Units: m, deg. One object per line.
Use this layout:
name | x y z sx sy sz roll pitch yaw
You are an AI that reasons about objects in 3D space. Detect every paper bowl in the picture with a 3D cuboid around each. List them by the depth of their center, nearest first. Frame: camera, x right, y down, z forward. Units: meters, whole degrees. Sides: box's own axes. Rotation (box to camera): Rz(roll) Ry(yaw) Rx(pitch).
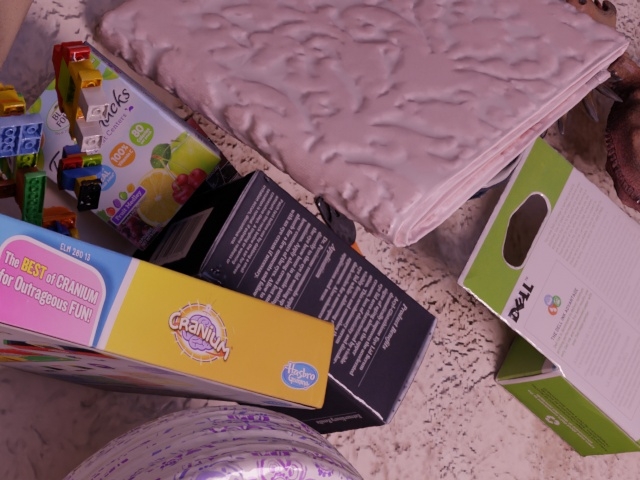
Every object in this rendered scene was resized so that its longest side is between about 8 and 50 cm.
paper bowl | -0.089 0.252 1.226 0.284 0.148 0.284 -11 116 -23

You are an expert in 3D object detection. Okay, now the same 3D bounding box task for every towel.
towel | 0.038 -0.159 1.388 0.332 0.053 0.317 34 51 25

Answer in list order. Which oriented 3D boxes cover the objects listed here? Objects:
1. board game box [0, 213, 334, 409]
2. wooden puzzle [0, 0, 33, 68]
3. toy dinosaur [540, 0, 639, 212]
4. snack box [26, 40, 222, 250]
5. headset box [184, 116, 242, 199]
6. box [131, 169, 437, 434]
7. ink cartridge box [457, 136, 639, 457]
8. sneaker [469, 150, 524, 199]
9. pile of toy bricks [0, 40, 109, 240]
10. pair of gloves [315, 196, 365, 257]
board game box | -0.183 0.051 1.144 0.316 0.242 0.064 21 74 -46
wooden puzzle | -0.377 -0.163 1.175 0.348 0.080 0.322 44 57 -43
toy dinosaur | 0.309 -0.090 1.583 0.200 0.127 0.295 15 37 -28
snack box | -0.163 -0.074 1.312 0.141 0.037 0.100 40 98 -11
headset box | -0.109 -0.061 1.373 0.083 0.062 0.032 51 56 -14
box | -0.038 0.058 1.342 0.207 0.153 0.108 40 60 -22
ink cartridge box | 0.227 0.053 1.557 0.255 0.097 0.189 40 61 -19
sneaker | 0.134 -0.110 1.489 0.086 0.163 0.226 46 57 -16
pile of toy bricks | -0.229 -0.064 1.242 0.118 0.212 0.105 -9 53 -24
pair of gloves | 0.000 0.000 1.466 0.083 0.010 0.074 -34 99 -35
